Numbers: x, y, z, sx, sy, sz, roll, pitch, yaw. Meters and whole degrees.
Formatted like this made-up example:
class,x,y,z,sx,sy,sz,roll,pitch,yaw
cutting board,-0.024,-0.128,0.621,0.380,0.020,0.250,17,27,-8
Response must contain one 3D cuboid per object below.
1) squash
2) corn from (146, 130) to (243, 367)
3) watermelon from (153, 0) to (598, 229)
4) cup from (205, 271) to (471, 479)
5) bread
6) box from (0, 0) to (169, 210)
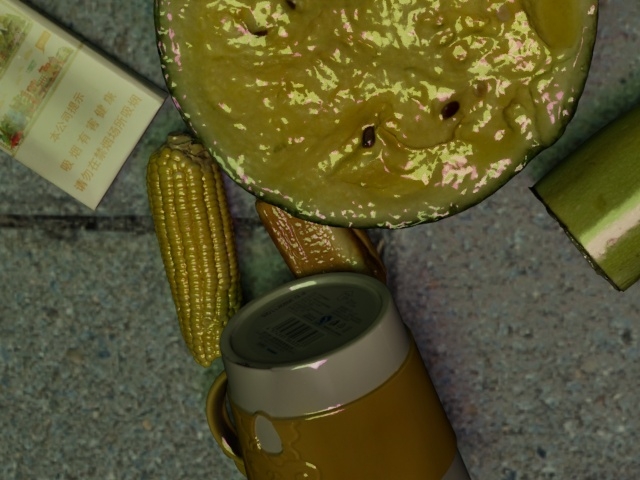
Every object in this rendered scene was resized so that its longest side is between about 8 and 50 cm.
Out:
class,x,y,z,sx,sy,sz,roll,pitch,yaw
squash,0.268,-0.055,1.384,0.187,0.123,0.123,-42,97,14
corn,-0.103,0.007,1.477,0.067,0.067,0.206,-8,106,10
watermelon,0.051,-0.184,1.340,0.331,0.189,0.330,5,122,8
cup,-0.005,0.154,1.441,0.241,0.185,0.226,5,124,37
bread,0.000,0.000,1.469,0.074,0.053,0.132,-29,104,15
box,-0.252,-0.135,1.472,0.220,0.032,0.122,33,108,-3
